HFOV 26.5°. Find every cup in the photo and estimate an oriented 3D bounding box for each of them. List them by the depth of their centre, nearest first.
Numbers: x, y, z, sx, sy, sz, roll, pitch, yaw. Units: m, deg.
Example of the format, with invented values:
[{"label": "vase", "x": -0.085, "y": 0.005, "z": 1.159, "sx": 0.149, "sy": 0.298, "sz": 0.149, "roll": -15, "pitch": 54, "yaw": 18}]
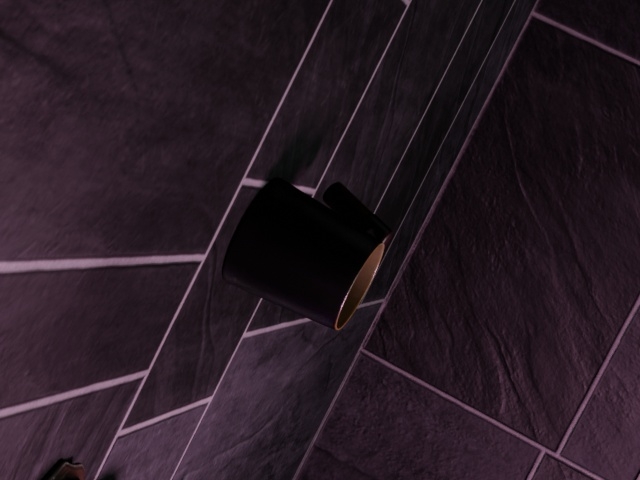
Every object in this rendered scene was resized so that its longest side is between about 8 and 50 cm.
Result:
[{"label": "cup", "x": -0.002, "y": -0.005, "z": 1.920, "sx": 0.239, "sy": 0.177, "sz": 0.166, "roll": -57, "pitch": 167, "yaw": -23}]

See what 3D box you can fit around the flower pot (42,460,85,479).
[{"label": "flower pot", "x": -0.317, "y": 0.391, "z": 1.597, "sx": 0.251, "sy": 0.084, "sz": 0.178, "roll": -50, "pitch": 151, "yaw": -48}]
